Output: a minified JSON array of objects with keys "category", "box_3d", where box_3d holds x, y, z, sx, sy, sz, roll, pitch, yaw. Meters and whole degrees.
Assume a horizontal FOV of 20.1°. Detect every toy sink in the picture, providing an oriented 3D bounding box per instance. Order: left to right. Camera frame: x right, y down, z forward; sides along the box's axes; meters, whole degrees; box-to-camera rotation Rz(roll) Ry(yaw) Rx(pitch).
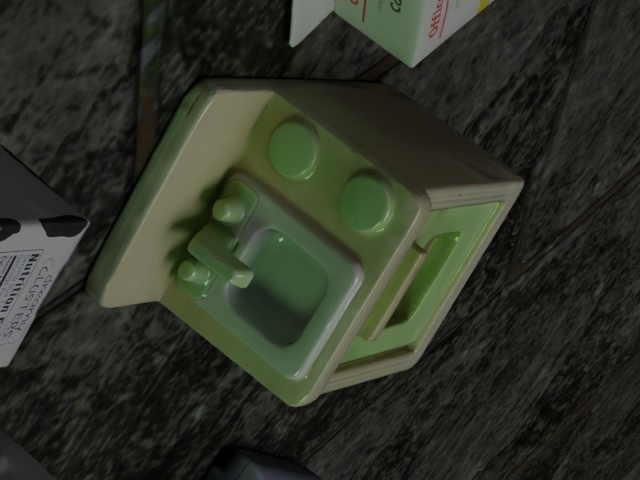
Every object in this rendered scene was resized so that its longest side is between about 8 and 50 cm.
[{"category":"toy sink","box_3d":[0.000,0.000,1.082,0.234,0.131,0.152,-5,129,-61]}]

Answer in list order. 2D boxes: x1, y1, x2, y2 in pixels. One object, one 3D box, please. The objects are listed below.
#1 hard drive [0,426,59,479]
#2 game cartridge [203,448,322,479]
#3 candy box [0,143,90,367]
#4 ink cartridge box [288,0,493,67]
[{"category":"hard drive","box_3d":[-0.258,0.100,0.575,0.339,0.237,0.064,-21,142,-52]},{"category":"game cartridge","box_3d":[-0.110,0.299,1.442,0.294,0.060,0.196,-53,163,3]},{"category":"candy box","box_3d":[-0.200,-0.024,0.593,0.070,0.165,0.196,-58,158,18]},{"category":"ink cartridge box","box_3d":[0.072,-0.181,1.031,0.198,0.067,0.115,-41,156,-27]}]
